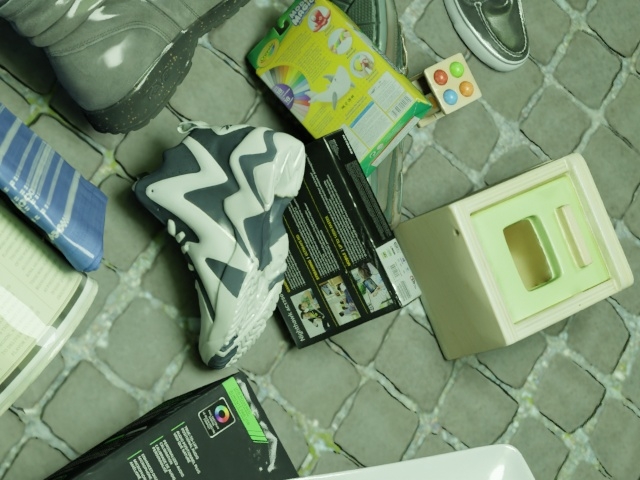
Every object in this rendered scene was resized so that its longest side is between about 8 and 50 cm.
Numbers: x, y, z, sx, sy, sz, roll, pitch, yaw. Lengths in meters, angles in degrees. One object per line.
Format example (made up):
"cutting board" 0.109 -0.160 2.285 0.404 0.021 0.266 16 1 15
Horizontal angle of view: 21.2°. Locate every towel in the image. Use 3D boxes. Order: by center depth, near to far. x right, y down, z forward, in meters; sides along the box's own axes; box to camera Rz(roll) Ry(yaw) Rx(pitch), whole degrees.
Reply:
"towel" -0.313 -0.106 1.460 0.336 0.243 0.040 42 95 -13

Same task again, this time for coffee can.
"coffee can" -0.351 0.018 1.416 0.275 0.201 0.201 43 63 -13

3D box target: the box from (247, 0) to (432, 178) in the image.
"box" 0.014 -0.156 1.677 0.179 0.105 0.043 49 16 22

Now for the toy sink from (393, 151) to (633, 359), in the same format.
"toy sink" 0.221 0.005 1.761 0.234 0.131 0.153 -21 90 -30

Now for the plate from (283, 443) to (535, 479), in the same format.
"plate" 0.106 0.317 1.479 0.277 0.045 0.278 -6 53 -28

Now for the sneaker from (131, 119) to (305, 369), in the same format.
"sneaker" -0.114 -0.006 1.621 0.094 0.153 0.235 -26 132 -58

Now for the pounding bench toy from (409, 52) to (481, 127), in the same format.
"pounding bench toy" 0.138 -0.164 1.792 0.083 0.065 0.052 -28 93 -30

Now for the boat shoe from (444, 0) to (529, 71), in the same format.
"boat shoe" 0.175 -0.294 1.834 0.080 0.076 0.229 -20 88 -30

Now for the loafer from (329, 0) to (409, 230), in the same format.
"loafer" 0.047 -0.136 1.737 0.084 0.096 0.268 12 80 -46

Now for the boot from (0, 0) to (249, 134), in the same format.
"boot" -0.164 -0.285 1.581 0.223 0.118 0.338 53 55 -41

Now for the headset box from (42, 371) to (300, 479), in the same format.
"headset box" -0.125 0.284 1.491 0.283 0.131 0.246 -30 93 -43

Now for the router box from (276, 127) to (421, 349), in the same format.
"router box" 0.000 0.000 1.643 0.046 0.133 0.179 -27 93 -57
